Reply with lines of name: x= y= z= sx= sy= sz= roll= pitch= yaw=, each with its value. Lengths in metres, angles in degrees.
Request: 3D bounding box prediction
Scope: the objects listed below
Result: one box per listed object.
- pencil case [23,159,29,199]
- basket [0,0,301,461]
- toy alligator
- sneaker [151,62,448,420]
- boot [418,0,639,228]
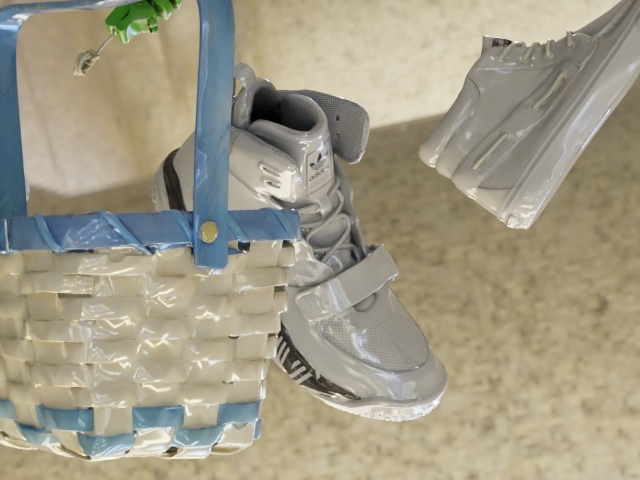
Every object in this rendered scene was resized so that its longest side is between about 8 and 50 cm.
pencil case: x=-0.463 y=-0.065 z=1.835 sx=0.124 sy=0.273 sz=0.113 roll=-102 pitch=178 yaw=-79
basket: x=-0.139 y=-0.013 z=1.024 sx=0.201 sy=0.255 sz=0.288 roll=-6 pitch=96 yaw=-38
toy alligator: x=-0.159 y=-0.218 z=1.520 sx=0.189 sy=0.051 sz=0.056 roll=-60 pitch=166 yaw=-21
sneaker: x=0.000 y=0.000 z=1.547 sx=0.366 sy=0.210 sz=0.137 roll=45 pitch=50 yaw=12
boot: x=0.190 y=-0.143 z=1.350 sx=0.258 sy=0.123 sz=0.095 roll=-54 pitch=170 yaw=-8
